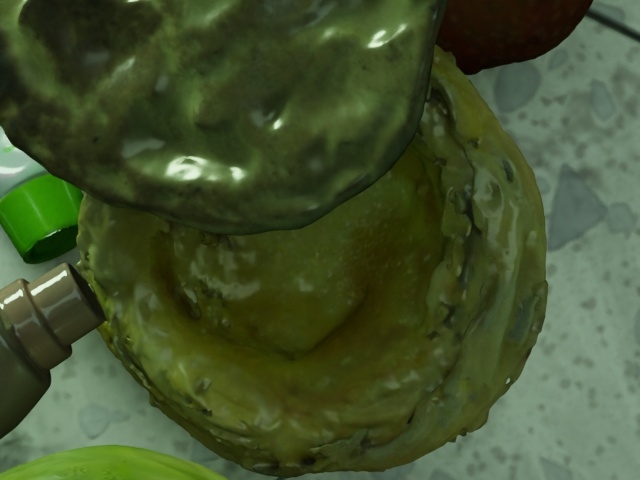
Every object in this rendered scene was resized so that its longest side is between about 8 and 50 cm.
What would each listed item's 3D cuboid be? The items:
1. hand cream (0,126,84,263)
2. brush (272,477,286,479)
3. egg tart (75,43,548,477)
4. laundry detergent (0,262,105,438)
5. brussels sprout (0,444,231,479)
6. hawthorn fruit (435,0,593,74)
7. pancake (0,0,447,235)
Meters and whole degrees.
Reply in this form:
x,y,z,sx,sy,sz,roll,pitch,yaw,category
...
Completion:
x,y,z,sx,sy,sz,roll,pitch,yaw,category
-0.219,-0.114,1.158,0.079,0.050,0.275,-17,72,-38,hand cream
-0.023,0.148,1.085,0.019,0.083,0.021,-27,78,-11,brush
0.000,0.000,1.072,0.288,0.118,0.288,0,90,23,egg tart
-0.253,0.059,1.061,0.237,0.076,0.171,-34,78,2,laundry detergent
-0.120,0.238,0.964,0.294,0.259,0.227,-9,45,-16,brussels sprout
0.068,-0.228,1.110,0.258,0.258,0.261,2,103,-6,hawthorn fruit
-0.059,-0.137,1.005,0.294,0.049,0.294,0,90,22,pancake
